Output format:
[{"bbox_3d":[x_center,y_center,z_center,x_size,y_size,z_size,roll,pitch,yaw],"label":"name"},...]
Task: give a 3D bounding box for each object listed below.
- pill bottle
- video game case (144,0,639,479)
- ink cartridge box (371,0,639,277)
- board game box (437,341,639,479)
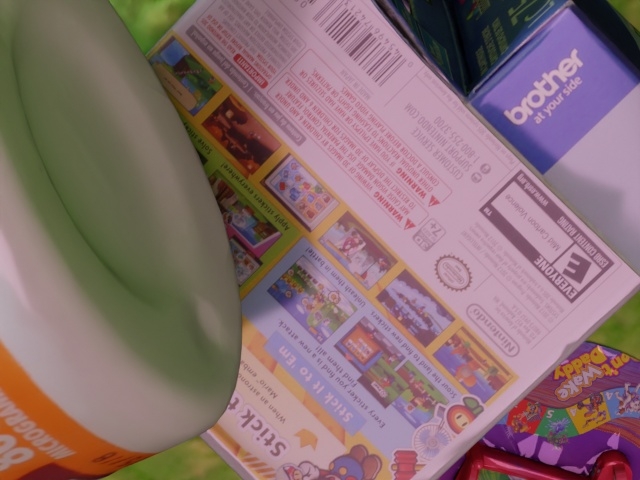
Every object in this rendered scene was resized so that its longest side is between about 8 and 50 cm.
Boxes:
[{"bbox_3d":[-0.249,0.045,0.688,0.392,0.224,0.224,-25,107,14],"label":"pill bottle"},{"bbox_3d":[0.000,0.000,0.769,0.227,0.026,0.206,45,102,-2],"label":"video game case"},{"bbox_3d":[0.143,-0.027,0.701,0.311,0.186,0.065,41,105,-12],"label":"ink cartridge box"},{"bbox_3d":[0.109,0.130,0.831,0.168,0.033,0.133,-26,107,7],"label":"board game box"}]
